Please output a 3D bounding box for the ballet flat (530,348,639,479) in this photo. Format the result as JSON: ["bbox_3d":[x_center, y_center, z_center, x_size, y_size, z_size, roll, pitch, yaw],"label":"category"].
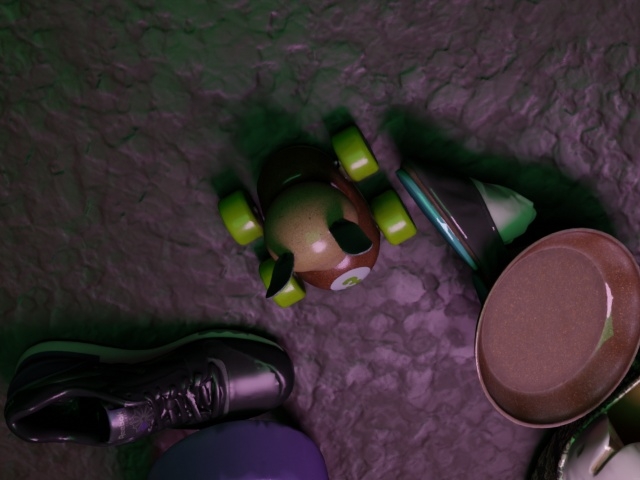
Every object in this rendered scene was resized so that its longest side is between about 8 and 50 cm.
[{"bbox_3d":[0.362,0.163,1.246,0.164,0.182,0.483,45,104,12],"label":"ballet flat"}]

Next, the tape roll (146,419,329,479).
[{"bbox_3d":[-0.080,0.273,1.286,0.189,0.080,0.189,-7,130,-9],"label":"tape roll"}]

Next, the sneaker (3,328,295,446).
[{"bbox_3d":[-0.165,0.163,1.252,0.283,0.124,0.107,-4,110,-2],"label":"sneaker"}]

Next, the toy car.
[{"bbox_3d":[0.000,0.000,1.169,0.155,0.188,0.149,-30,108,8],"label":"toy car"}]

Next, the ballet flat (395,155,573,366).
[{"bbox_3d":[0.173,0.010,1.240,0.096,0.095,0.280,-34,118,-2],"label":"ballet flat"}]

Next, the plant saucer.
[{"bbox_3d":[0.222,0.080,1.215,0.199,0.036,0.198,-9,110,-26],"label":"plant saucer"}]
